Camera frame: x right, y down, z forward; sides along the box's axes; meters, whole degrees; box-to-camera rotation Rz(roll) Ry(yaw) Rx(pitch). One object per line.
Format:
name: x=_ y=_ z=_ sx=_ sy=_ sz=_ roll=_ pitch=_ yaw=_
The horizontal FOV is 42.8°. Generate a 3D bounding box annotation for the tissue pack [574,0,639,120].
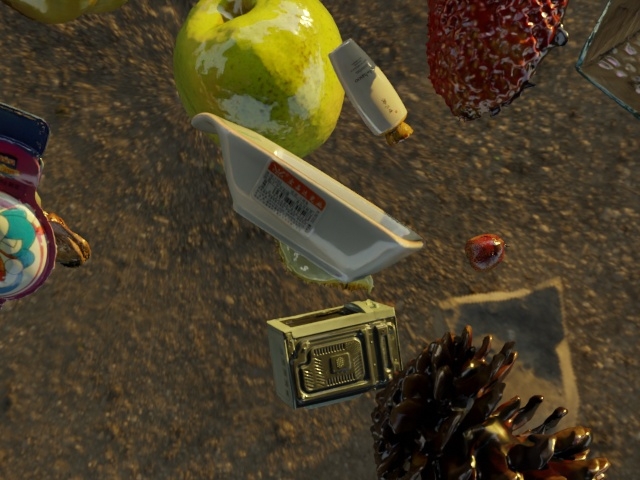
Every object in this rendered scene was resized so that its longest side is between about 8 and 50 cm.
tissue pack: x=0.415 y=-0.175 z=0.796 sx=0.271 sy=0.134 sz=0.192 roll=34 pitch=68 yaw=-7

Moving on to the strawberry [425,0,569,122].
strawberry: x=0.248 y=-0.336 z=1.181 sx=0.233 sy=0.138 sz=0.306 roll=-1 pitch=74 yaw=32

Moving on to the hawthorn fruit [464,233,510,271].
hawthorn fruit: x=0.314 y=0.022 z=1.561 sx=0.077 sy=0.077 sz=0.077 roll=-1 pitch=100 yaw=-8

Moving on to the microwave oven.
microwave oven: x=0.026 y=0.199 z=1.436 sx=0.208 sy=0.122 sz=0.162 roll=-10 pitch=96 yaw=-18

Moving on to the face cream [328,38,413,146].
face cream: x=0.081 y=-0.235 z=1.310 sx=0.072 sy=0.051 sz=0.182 roll=-39 pitch=105 yaw=-15

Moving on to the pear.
pear: x=-0.114 y=-0.334 z=1.689 sx=0.391 sy=0.391 sz=0.391 roll=-1 pitch=100 yaw=-8

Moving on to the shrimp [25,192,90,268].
shrimp: x=-0.387 y=-0.062 z=1.030 sx=0.262 sy=0.117 sz=0.066 roll=51 pitch=46 yaw=-37

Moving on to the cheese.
cheese: x=-0.357 y=-0.030 z=0.900 sx=0.155 sy=0.062 sz=0.244 roll=22 pitch=111 yaw=0

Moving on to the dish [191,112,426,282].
dish: x=-0.022 y=-0.036 z=0.743 sx=0.234 sy=0.154 sz=0.064 roll=35 pitch=99 yaw=12

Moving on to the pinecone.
pinecone: x=0.197 y=0.240 z=0.933 sx=0.292 sy=0.246 sz=0.246 roll=32 pitch=95 yaw=13

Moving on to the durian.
durian: x=0.000 y=0.000 z=1.498 sx=0.139 sy=0.144 sz=0.252 roll=-15 pitch=106 yaw=20

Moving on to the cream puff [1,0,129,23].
cream puff: x=-0.188 y=-0.258 z=0.435 sx=0.282 sy=0.282 sz=0.185 roll=39 pitch=100 yaw=-13
